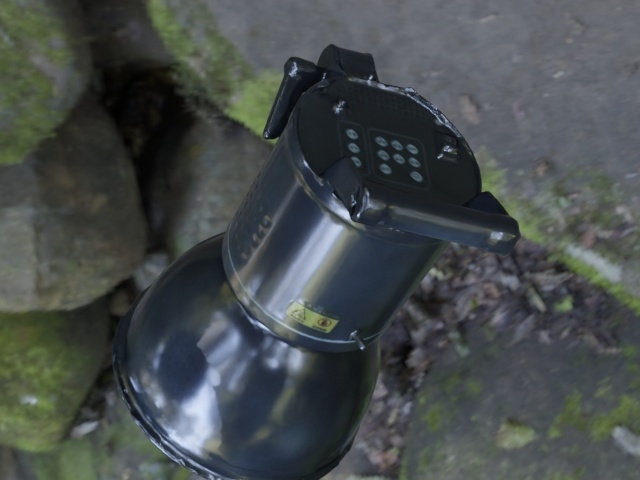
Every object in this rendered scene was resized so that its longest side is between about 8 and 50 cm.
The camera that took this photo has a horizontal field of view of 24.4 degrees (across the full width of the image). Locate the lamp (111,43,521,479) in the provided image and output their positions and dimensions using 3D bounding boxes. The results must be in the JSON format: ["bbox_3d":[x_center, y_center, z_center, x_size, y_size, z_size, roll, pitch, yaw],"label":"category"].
[{"bbox_3d":[0.000,0.000,0.745,0.172,0.147,0.227,-95,27,-42],"label":"lamp"}]
